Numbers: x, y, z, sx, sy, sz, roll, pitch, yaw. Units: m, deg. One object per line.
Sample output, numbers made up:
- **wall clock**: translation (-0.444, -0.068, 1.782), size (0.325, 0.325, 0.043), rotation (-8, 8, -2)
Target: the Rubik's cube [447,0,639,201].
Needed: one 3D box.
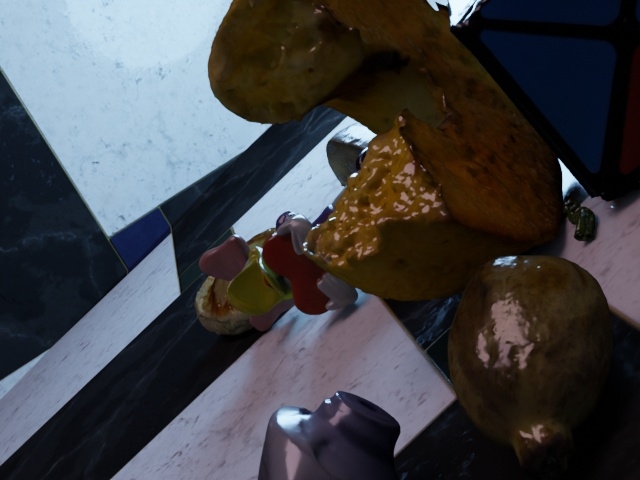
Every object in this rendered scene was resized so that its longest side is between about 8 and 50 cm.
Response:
- **Rubik's cube**: translation (0.293, -0.223, 1.285), size (0.246, 0.248, 0.250), rotation (-39, 13, 15)

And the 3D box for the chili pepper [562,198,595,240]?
- **chili pepper**: translation (0.257, -0.022, 1.258), size (0.027, 0.022, 0.083), rotation (-39, 18, 15)

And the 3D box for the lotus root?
- **lotus root**: translation (0.165, 0.092, 0.987), size (0.138, 0.138, 0.214), rotation (-38, 26, 23)

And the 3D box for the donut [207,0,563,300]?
- **donut**: translation (0.080, -0.115, 1.368), size (0.377, 0.435, 0.163), rotation (2, -41, -48)

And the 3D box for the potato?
- **potato**: translation (0.087, -0.155, 1.981), size (0.120, 0.100, 0.261), rotation (-48, 14, -13)

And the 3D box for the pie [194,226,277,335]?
- **pie**: translation (-0.112, 0.062, 1.940), size (0.179, 0.084, 0.205), rotation (-48, 17, -18)

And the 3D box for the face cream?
- **face cream**: translation (-0.074, 0.311, 1.093), size (0.420, 0.137, 0.235), rotation (-54, 14, 6)

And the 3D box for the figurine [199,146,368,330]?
- **figurine**: translation (0.002, 0.000, 1.660), size (0.421, 0.154, 0.193), rotation (-34, 12, 30)
